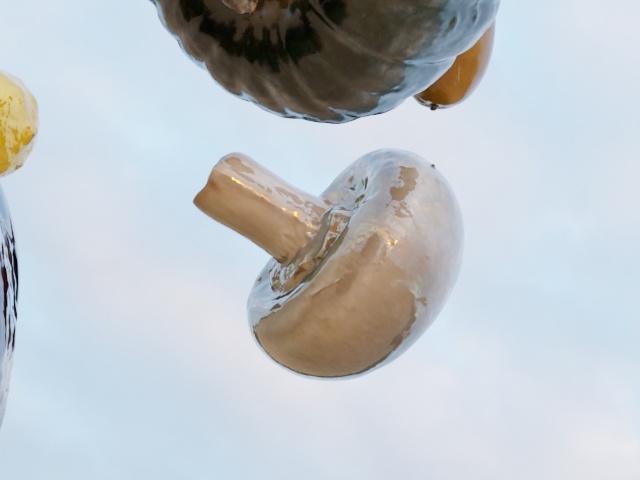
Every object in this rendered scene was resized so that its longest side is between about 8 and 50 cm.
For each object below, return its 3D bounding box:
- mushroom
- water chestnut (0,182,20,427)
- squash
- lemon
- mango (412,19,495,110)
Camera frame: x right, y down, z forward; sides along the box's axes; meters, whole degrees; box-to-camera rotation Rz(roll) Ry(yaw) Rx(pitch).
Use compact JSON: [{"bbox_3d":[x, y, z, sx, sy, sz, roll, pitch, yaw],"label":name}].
[{"bbox_3d":[0.000,0.000,1.395,0.215,0.207,0.207,34,-33,-11],"label":"mushroom"},{"bbox_3d":[-0.262,0.029,0.829,0.289,0.244,0.289,9,-68,24],"label":"water chestnut"},{"bbox_3d":[0.001,-0.170,0.965,0.218,0.218,0.172,19,3,23],"label":"squash"},{"bbox_3d":[-0.332,-0.113,1.622,0.155,0.114,0.114,14,-39,18],"label":"lemon"},{"bbox_3d":[0.104,-0.155,1.354,0.060,0.080,0.114,17,-69,-12],"label":"mango"}]
